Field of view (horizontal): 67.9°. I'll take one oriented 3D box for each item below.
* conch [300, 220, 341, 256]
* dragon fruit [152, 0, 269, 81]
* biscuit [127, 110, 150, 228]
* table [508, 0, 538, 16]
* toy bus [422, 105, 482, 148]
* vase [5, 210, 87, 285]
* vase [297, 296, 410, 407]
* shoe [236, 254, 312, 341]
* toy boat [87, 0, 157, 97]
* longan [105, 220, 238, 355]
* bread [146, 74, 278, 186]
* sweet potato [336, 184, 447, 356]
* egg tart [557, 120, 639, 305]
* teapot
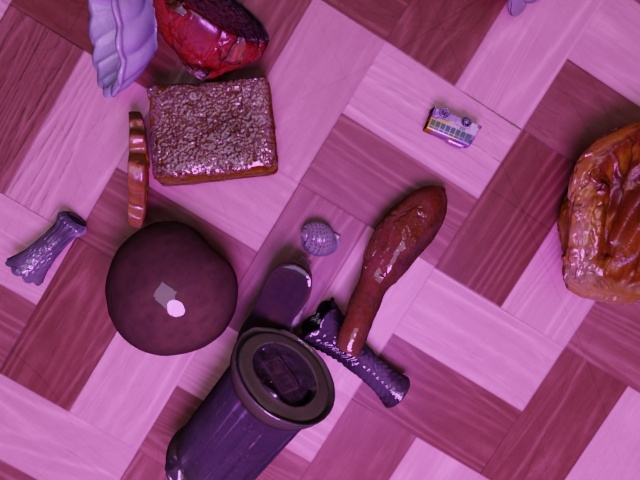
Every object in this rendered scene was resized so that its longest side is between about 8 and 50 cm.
[{"bbox_3d":[-0.001,0.001,0.961,0.085,0.056,0.076,16,107,-2],"label":"conch"},{"bbox_3d":[-0.218,-0.369,0.869,0.218,0.224,0.148,17,127,-36],"label":"dragon fruit"},{"bbox_3d":[-0.339,-0.140,0.888,0.041,0.212,0.239,0,69,-19],"label":"biscuit"},{"bbox_3d":[0.395,-0.540,0.877,0.166,0.166,0.198,35,101,-4],"label":"table"},{"bbox_3d":[0.261,-0.223,0.947,0.102,0.052,0.058,23,96,-1],"label":"toy bus"},{"bbox_3d":[-0.534,0.010,0.940,0.149,0.081,0.081,-45,94,-1],"label":"vase"},{"bbox_3d":[0.074,0.233,0.961,0.237,0.115,0.115,42,93,-7],"label":"vase"},{"bbox_3d":[-0.085,0.151,0.954,0.103,0.098,0.275,29,112,2],"label":"shoe"},{"bbox_3d":[-0.369,-0.407,0.871,0.100,0.199,0.290,-13,91,-37],"label":"toy boat"},{"bbox_3d":[-0.272,0.086,0.885,0.248,0.248,0.248,0,95,-1],"label":"longan"},{"bbox_3d":[-0.203,-0.204,0.913,0.234,0.110,0.184,-5,92,-3],"label":"bread"},{"bbox_3d":[0.131,0.040,0.924,0.109,0.109,0.385,35,78,-4],"label":"sweet potato"},{"bbox_3d":[0.610,-0.054,0.919,0.339,0.153,0.352,-3,95,-2],"label":"egg tart"},{"bbox_3d":[-0.128,0.340,0.900,0.200,0.270,0.337,50,118,25],"label":"teapot"}]
